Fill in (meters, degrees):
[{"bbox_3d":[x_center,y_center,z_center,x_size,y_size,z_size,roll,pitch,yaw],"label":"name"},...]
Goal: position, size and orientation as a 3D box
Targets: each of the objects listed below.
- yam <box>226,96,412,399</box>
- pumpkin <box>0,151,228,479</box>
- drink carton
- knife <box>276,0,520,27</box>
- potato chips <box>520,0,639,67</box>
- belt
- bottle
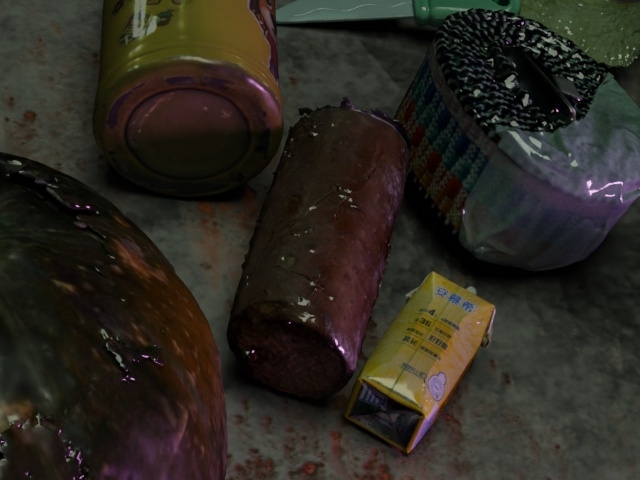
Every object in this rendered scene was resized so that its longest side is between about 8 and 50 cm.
[{"bbox_3d":[-0.001,0.001,1.496,0.131,0.131,0.280,16,47,1],"label":"yam"},{"bbox_3d":[-0.279,0.120,1.166,0.454,0.344,0.454,5,38,-4],"label":"pumpkin"},{"bbox_3d":[0.099,0.087,1.475,0.084,0.074,0.200,27,49,11],"label":"drink carton"},{"bbox_3d":[0.078,-0.247,1.782,0.260,0.035,0.063,2,55,1],"label":"knife"},{"bbox_3d":[0.303,-0.239,1.823,0.228,0.059,0.167,-5,36,1],"label":"potato chips"},{"bbox_3d":[0.192,-0.095,1.613,0.207,0.150,0.257,-12,53,-35],"label":"belt"},{"bbox_3d":[-0.124,-0.223,1.634,0.171,0.171,0.351,5,48,-9],"label":"bottle"}]
